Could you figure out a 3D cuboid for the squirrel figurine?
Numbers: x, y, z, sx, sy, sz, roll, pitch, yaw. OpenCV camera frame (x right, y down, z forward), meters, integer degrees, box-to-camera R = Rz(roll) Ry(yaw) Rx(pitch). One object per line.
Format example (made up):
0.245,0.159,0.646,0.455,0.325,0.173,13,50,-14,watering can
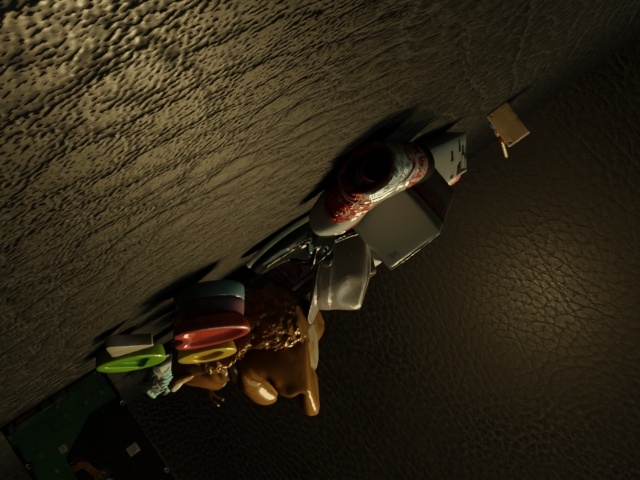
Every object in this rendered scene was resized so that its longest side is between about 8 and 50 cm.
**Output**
-0.206,0.251,1.661,0.370,0.281,0.397,-5,145,11,squirrel figurine

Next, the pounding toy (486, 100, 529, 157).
0.548,-0.323,2.001,0.100,0.130,0.141,-36,176,18,pounding toy

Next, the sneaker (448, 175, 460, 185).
0.337,-0.176,2.327,0.136,0.116,0.314,-19,159,-38,sneaker

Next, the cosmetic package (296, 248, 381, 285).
-0.048,0.118,1.963,0.377,0.097,0.284,-37,155,23,cosmetic package

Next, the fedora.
0.055,0.072,1.626,0.124,0.276,0.244,7,171,8,fedora

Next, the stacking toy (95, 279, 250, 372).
-0.286,0.151,1.296,0.279,0.130,0.309,-5,160,-22,stacking toy

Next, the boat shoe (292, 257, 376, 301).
0.022,0.125,1.808,0.305,0.091,0.109,-40,155,28,boat shoe

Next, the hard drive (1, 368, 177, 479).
-0.479,0.474,1.446,0.237,0.339,0.064,-34,178,-29,hard drive

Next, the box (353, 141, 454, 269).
0.157,-0.075,1.322,0.127,0.149,0.232,-39,-173,28,box

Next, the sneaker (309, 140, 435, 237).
0.050,-0.086,1.144,0.270,0.090,0.145,-29,167,32,sneaker

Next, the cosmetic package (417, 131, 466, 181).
0.268,-0.181,1.554,0.060,0.099,0.239,4,-160,32,cosmetic package

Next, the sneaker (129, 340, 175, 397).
-0.477,0.401,2.088,0.110,0.122,0.283,-32,175,-42,sneaker

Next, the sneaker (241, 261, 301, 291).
-0.115,0.088,1.744,0.104,0.095,0.236,-40,-175,-39,sneaker

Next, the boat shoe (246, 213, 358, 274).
-0.001,0.001,1.447,0.340,0.113,0.127,-32,175,-38,boat shoe
